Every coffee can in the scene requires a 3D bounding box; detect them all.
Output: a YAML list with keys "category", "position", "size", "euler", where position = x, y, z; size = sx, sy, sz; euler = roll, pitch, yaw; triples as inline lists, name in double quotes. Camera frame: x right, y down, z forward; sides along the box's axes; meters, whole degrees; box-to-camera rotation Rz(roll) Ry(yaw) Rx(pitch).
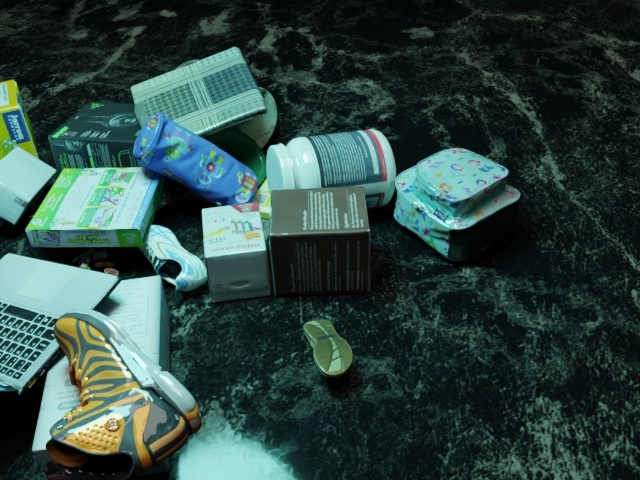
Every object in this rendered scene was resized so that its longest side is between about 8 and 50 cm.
- category: "coffee can"
  position: [-0.285, -0.378, 1.877]
  size: [0.201, 0.202, 0.275]
  euler: [-31, 46, -32]

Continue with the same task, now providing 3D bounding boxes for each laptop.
- category: "laptop"
  position: [-0.570, -0.039, 1.608]
  size: [0.234, 0.137, 0.264]
  euler: [-28, 70, -28]
- category: "laptop"
  position: [-0.643, 0.113, 1.130]
  size: [0.381, 0.236, 0.408]
  euler: [8, 49, 35]

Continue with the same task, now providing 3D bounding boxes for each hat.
- category: "hat"
  position: [-0.272, -0.190, 1.773]
  size: [0.208, 0.183, 0.173]
  euler: [41, 54, -14]

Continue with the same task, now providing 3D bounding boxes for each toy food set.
- category: "toy food set"
  position: [-0.489, 0.056, 1.454]
  size: [0.122, 0.019, 0.078]
  euler: [33, 51, 25]

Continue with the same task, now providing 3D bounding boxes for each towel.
- category: "towel"
  position: [-0.320, -0.357, 1.706]
  size: [0.324, 0.056, 0.312]
  euler: [-21, 50, -5]

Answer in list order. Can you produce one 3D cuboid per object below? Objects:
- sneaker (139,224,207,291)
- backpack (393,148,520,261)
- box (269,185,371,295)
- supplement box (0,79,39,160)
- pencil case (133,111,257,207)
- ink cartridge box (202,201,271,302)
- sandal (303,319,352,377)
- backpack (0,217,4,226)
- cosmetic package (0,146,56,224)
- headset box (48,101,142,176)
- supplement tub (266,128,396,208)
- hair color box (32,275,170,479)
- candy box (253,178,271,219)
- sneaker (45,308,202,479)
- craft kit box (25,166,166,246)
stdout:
- category: "sneaker"
  position: [-0.341, 0.034, 1.433]
  size: [0.237, 0.085, 0.086]
  euler: [31, 31, 35]
- category: "backpack"
  position: [0.292, -0.095, 1.494]
  size: [0.225, 0.191, 0.253]
  euler: [-27, 38, -27]
- category: "box"
  position: [0.000, 0.000, 1.392]
  size: [0.203, 0.167, 0.169]
  euler: [-2, 38, 1]
- category: "supplement box"
  position: [-0.977, -0.278, 1.796]
  size: [0.356, 0.195, 0.194]
  euler: [-17, 40, -17]
- category: "pencil case"
  position: [-0.291, -0.171, 1.556]
  size: [0.119, 0.306, 0.133]
  euler: [-2, 61, 56]
- category: "ink cartridge box"
  position: [-0.180, 0.024, 1.405]
  size: [0.128, 0.128, 0.176]
  euler: [-8, 39, -7]
- category: "sandal"
  position: [0.012, 0.206, 1.227]
  size: [0.072, 0.049, 0.180]
  euler: [-7, 23, -15]
- category: "backpack"
  position: [-0.817, -0.067, 1.598]
  size: [0.104, 0.084, 0.114]
  euler: [-22, 36, -21]
- category: "cosmetic package"
  position: [-0.743, -0.138, 1.612]
  size: [0.117, 0.085, 0.231]
  euler: [33, 18, -17]
- category: "headset box"
  position: [-0.559, -0.271, 1.805]
  size: [0.282, 0.131, 0.246]
  euler: [5, 34, 10]
- category: "supplement tub"
  position: [0.024, -0.156, 1.559]
  size: [0.272, 0.191, 0.191]
  euler: [-9, 37, -17]
- category: "hair color box"
  position: [-0.365, 0.231, 1.160]
  size: [0.185, 0.114, 0.375]
  euler: [-8, 37, -6]
- category: "candy box"
  position: [-0.101, -0.122, 1.672]
  size: [0.105, 0.027, 0.206]
  euler: [12, 40, 14]
- category: "sneaker"
  position: [-0.341, 0.226, 0.970]
  size: [0.321, 0.125, 0.180]
  euler: [27, 46, 32]
- category: "craft kit box"
  position: [-0.496, -0.080, 1.493]
  size: [0.246, 0.061, 0.250]
  euler: [2, 38, 1]
